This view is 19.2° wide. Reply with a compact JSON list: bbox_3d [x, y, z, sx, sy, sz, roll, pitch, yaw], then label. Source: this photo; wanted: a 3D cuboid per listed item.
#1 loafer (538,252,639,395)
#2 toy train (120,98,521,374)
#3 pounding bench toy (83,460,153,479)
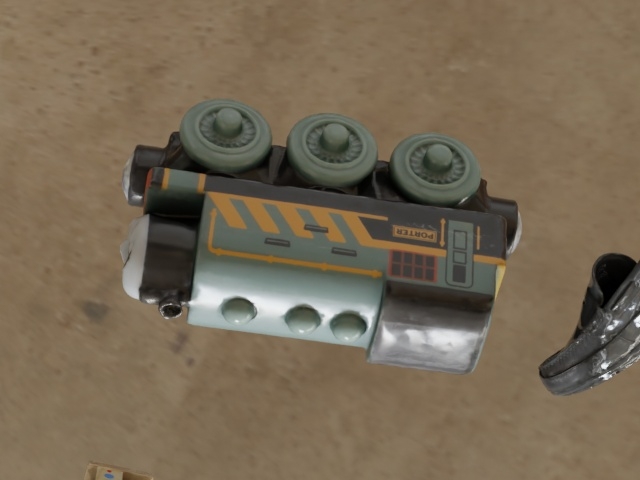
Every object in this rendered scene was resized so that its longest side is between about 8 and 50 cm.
[{"bbox_3d":[0.233,0.044,1.428,0.078,0.223,0.076,48,45,4],"label":"loafer"},{"bbox_3d":[0.000,0.000,1.533,0.334,0.190,0.142,9,139,-5],"label":"toy train"},{"bbox_3d":[-0.163,0.223,1.439,0.052,0.065,0.083,13,110,-7],"label":"pounding bench toy"}]
